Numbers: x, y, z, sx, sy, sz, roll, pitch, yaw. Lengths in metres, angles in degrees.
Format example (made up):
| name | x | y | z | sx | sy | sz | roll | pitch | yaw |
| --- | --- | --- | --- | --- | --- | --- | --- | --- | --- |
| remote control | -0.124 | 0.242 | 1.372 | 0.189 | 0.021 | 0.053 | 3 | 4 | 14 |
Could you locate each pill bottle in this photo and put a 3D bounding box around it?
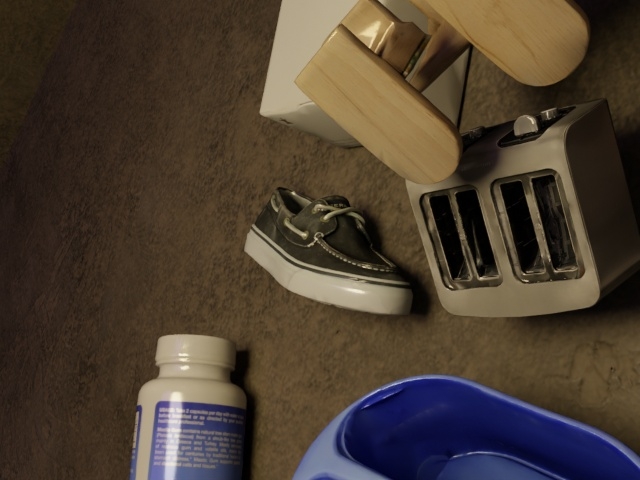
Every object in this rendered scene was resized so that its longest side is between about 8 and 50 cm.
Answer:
| name | x | y | z | sx | sy | sz | roll | pitch | yaw |
| --- | --- | --- | --- | --- | --- | --- | --- | --- | --- |
| pill bottle | -0.179 | 0.272 | 1.081 | 0.152 | 0.152 | 0.272 | -17 | 64 | 48 |

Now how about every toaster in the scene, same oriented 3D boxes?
| name | x | y | z | sx | sy | sz | roll | pitch | yaw |
| --- | --- | --- | --- | --- | --- | --- | --- | --- | --- |
| toaster | 0.183 | -0.019 | 0.711 | 0.168 | 0.110 | 0.186 | -8 | 102 | 45 |

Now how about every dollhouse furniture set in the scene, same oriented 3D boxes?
| name | x | y | z | sx | sy | sz | roll | pitch | yaw |
| --- | --- | --- | --- | --- | --- | --- | --- | --- | --- |
| dollhouse furniture set | 0.236 | -0.246 | 0.641 | 0.394 | 0.256 | 0.362 | -42 | 13 | 45 |

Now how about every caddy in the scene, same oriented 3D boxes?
| name | x | y | z | sx | sy | sz | roll | pitch | yaw |
| --- | --- | --- | --- | --- | --- | --- | --- | --- | --- |
| caddy | 0.119 | 0.244 | 0.613 | 0.341 | 0.179 | 0.241 | 14 | 62 | 46 |

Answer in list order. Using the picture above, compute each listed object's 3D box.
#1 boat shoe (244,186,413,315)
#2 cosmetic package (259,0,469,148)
| name | x | y | z | sx | sy | sz | roll | pitch | yaw |
| --- | --- | --- | --- | --- | --- | --- | --- | --- | --- |
| boat shoe | 0.000 | 0.000 | 0.974 | 0.335 | 0.121 | 0.119 | 25 | 101 | 55 |
| cosmetic package | 0.073 | -0.322 | 0.975 | 0.217 | 0.156 | 0.385 | 3 | 81 | 53 |
